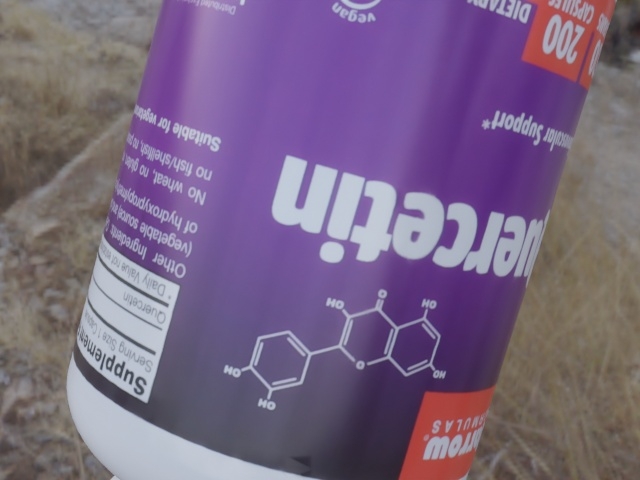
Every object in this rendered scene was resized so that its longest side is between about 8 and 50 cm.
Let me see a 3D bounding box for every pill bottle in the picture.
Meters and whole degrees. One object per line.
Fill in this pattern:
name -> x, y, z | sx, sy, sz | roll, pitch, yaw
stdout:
pill bottle -> 0.000, 0.000, 0.461 | 0.181, 0.323, 0.181 | 15, 8, -2
